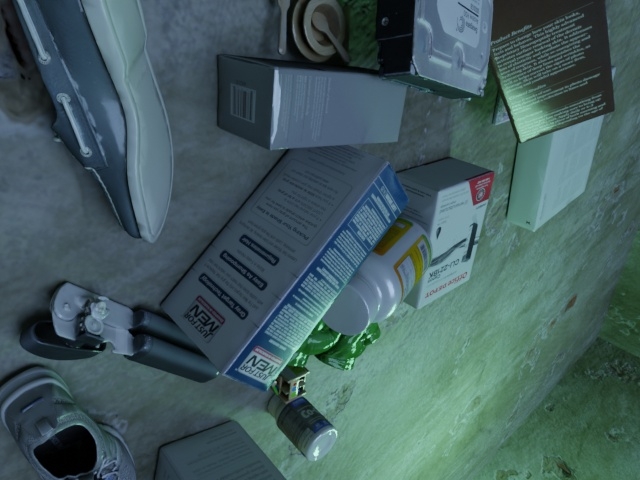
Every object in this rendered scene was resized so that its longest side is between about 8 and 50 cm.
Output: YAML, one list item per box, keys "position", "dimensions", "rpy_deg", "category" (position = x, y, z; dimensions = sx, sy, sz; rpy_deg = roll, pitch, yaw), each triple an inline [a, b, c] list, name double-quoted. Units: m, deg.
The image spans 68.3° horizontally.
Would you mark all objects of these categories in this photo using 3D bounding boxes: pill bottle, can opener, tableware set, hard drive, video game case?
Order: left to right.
- position: [-0.252, 0.137, 0.647]
  dimensions: [0.093, 0.074, 0.280]
  rpy_deg: [-30, 142, 20]
  category: "can opener"
- position: [-0.039, 0.356, 0.927]
  dimensions: [0.078, 0.137, 0.078]
  rpy_deg: [-25, 130, -33]
  category: "pill bottle"
- position: [0.007, -0.334, 0.608]
  dimensions: [0.128, 0.039, 0.194]
  rpy_deg: [-11, 111, -41]
  category: "tableware set"
- position: [0.094, 0.059, 0.832]
  dimensions: [0.246, 0.137, 0.136]
  rpy_deg: [-37, 138, -50]
  category: "pill bottle"
- position: [0.166, -0.376, 0.631]
  dimensions: [0.237, 0.064, 0.338]
  rpy_deg: [-9, 104, -50]
  category: "hard drive"
- position: [0.432, -0.333, 1.080]
  dimensions: [0.087, 0.011, 0.121]
  rpy_deg: [-24, 128, -34]
  category: "video game case"

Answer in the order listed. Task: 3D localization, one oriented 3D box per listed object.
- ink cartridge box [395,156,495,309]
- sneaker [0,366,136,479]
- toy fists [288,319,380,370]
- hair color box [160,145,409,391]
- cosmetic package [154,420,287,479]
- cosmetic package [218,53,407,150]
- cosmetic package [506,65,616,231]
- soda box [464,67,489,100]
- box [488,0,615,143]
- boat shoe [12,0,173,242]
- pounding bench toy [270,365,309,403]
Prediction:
- position: [0.242, -0.017, 1.000]
  dimensions: [0.197, 0.114, 0.272]
  rpy_deg: [-21, 127, -37]
  category: "ink cartridge box"
- position: [-0.323, 0.294, 0.620]
  dimensions: [0.105, 0.115, 0.281]
  rpy_deg: [-37, 135, -24]
  category: "sneaker"
- position: [0.019, 0.170, 0.905]
  dimensions: [0.279, 0.096, 0.142]
  rpy_deg: [22, 96, -48]
  category: "toy fists"
- position: [-0.049, 0.019, 0.685]
  dimensions: [0.347, 0.174, 0.105]
  rpy_deg: [-52, 140, -8]
  category: "hair color box"
- position: [-0.094, 0.530, 0.733]
  dimensions: [0.162, 0.453, 0.229]
  rpy_deg: [-4, 116, -44]
  category: "cosmetic package"
- position: [-0.005, -0.188, 0.641]
  dimensions: [0.238, 0.127, 0.107]
  rpy_deg: [-17, 123, -40]
  category: "cosmetic package"
- position: [0.643, -0.250, 1.275]
  dimensions: [0.285, 0.097, 0.377]
  rpy_deg: [-32, 132, -31]
  category: "cosmetic package"
- position: [0.214, -0.336, 0.815]
  dimensions: [0.216, 0.069, 0.073]
  rpy_deg: [30, 91, -49]
  category: "soda box"
- position: [0.403, -0.365, 0.862]
  dimensions: [0.381, 0.191, 0.143]
  rpy_deg: [39, 41, -49]
  category: "box"
- position: [-0.228, -0.136, 0.498]
  dimensions: [0.099, 0.116, 0.319]
  rpy_deg: [3, 129, 1]
  category: "boat shoe"
- position: [-0.072, 0.278, 0.911]
  dimensions: [0.083, 0.052, 0.065]
  rpy_deg: [-14, 123, -40]
  category: "pounding bench toy"
